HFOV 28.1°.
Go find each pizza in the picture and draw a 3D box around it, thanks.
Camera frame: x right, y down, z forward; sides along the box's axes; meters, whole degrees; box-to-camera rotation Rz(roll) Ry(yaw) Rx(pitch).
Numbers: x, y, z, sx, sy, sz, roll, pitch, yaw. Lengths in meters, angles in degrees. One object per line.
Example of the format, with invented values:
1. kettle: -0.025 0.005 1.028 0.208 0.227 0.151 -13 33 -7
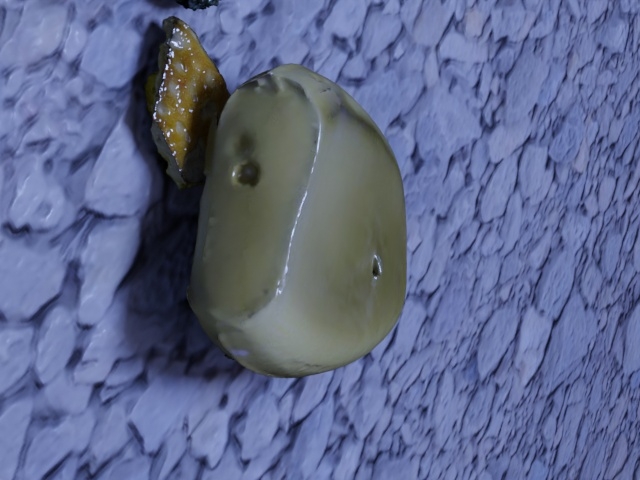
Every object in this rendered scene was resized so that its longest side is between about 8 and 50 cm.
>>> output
1. pizza: -0.111 -0.105 1.074 0.099 0.035 0.160 -52 132 -36

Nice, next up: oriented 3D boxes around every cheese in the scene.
1. cheese: 0.000 0.000 1.139 0.316 0.128 0.260 33 72 -66

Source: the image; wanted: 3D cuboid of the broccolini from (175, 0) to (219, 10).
1. broccolini: -0.085 -0.383 1.029 0.079 0.074 0.392 -94 -170 -85
